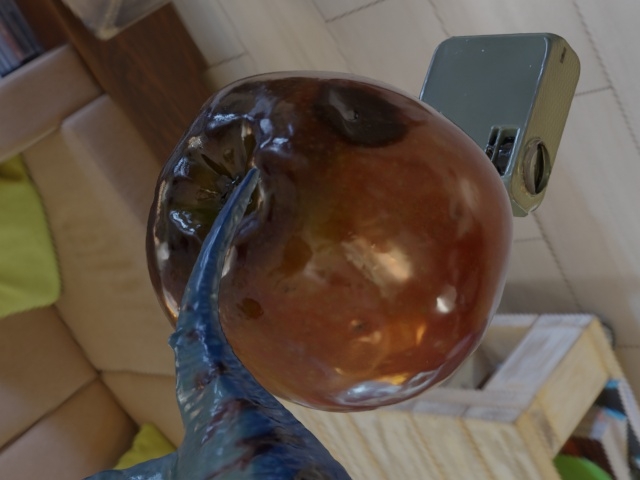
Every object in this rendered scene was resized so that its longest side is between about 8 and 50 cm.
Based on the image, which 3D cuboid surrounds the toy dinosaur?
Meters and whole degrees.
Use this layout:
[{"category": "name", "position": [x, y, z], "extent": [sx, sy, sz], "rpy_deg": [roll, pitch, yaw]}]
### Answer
[{"category": "toy dinosaur", "position": [-0.034, 0.118, 0.301], "extent": [0.076, 0.144, 0.329], "rpy_deg": [73, 173, -53]}]

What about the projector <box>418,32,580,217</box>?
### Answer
[{"category": "projector", "position": [0.241, -0.166, 1.390], "extent": [0.198, 0.250, 0.108], "rpy_deg": [7, 162, 42]}]

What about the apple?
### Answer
[{"category": "apple", "position": [0.000, 0.000, 0.630], "extent": [0.230, 0.230, 0.230], "rpy_deg": [29, 142, 26]}]
